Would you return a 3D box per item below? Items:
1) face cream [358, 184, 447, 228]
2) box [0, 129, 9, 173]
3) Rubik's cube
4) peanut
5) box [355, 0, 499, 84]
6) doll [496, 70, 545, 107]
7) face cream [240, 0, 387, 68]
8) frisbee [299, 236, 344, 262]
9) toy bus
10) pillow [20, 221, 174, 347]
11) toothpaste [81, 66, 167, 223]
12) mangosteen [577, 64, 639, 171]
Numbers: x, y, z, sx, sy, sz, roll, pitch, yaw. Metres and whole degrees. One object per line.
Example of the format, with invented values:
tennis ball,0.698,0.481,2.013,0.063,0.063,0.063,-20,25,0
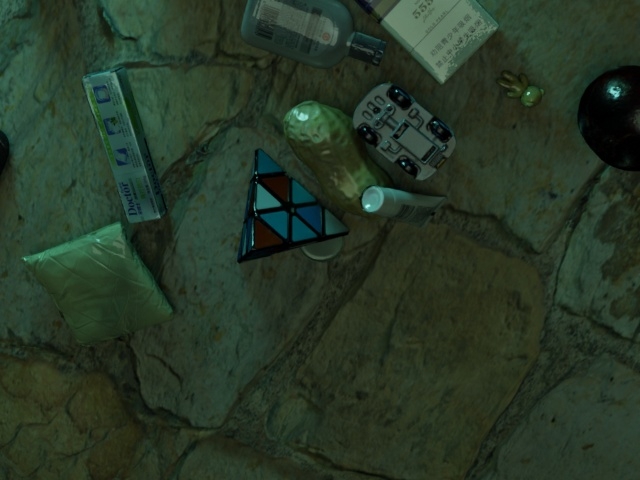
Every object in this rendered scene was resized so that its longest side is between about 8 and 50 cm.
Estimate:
face cream,0.180,-0.072,1.537,0.092,0.243,0.058,-53,55,23
box,-0.819,-0.203,1.644,0.212,0.042,0.201,31,112,-7
Rubik's cube,-0.045,-0.023,1.576,0.234,0.250,0.285,8,108,-11
peanut,0.046,-0.166,1.538,0.149,0.149,0.313,-32,109,16
box,0.206,-0.457,1.434,0.259,0.071,0.168,43,109,-12
doll,0.412,-0.313,1.487,0.093,0.051,0.062,38,82,-14
face cream,-0.010,-0.425,1.466,0.291,0.071,0.144,17,114,-1
frisbee,0.000,0.000,1.671,0.110,0.014,0.110,2,114,4
toy bus,0.170,-0.235,1.493,0.209,0.136,0.126,37,111,-9
pillow,-0.525,0.110,1.731,0.274,0.076,0.281,-18,115,15
toothpaste,-0.428,-0.205,1.596,0.081,0.067,0.337,-10,112,8
mangosteen,0.625,-0.243,1.420,0.216,0.216,0.216,2,112,4
